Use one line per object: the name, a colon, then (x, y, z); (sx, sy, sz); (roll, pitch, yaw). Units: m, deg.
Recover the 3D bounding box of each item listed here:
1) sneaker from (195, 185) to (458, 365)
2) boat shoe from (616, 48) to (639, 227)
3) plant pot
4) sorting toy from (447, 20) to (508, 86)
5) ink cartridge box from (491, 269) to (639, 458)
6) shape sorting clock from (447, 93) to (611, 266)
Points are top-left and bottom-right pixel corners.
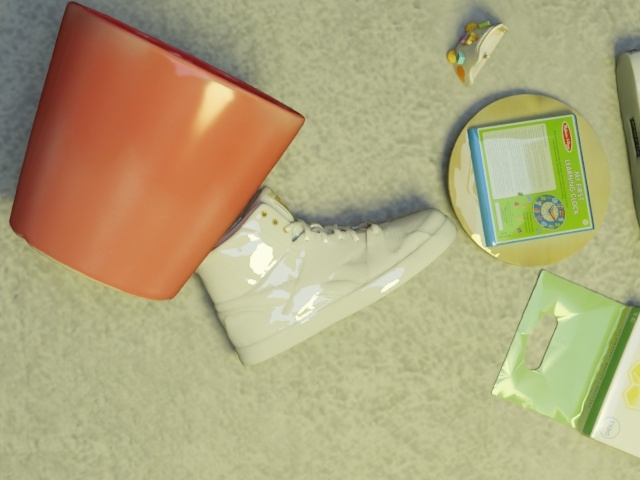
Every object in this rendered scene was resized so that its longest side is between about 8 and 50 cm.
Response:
sneaker: (0.000, 0.000, 1.409); (0.293, 0.108, 0.169); (-30, 99, -6)
boat shoe: (0.421, -0.100, 1.487); (0.088, 0.096, 0.267); (-9, 84, -4)
plant pot: (-0.190, -0.085, 1.315); (0.275, 0.275, 0.243); (26, 97, -9)
sorting toy: (0.188, -0.228, 1.451); (0.045, 0.075, 0.083); (34, 85, -9)
ink cartridge box: (0.348, 0.156, 1.497); (0.235, 0.056, 0.171); (23, 88, -11)
shape sorting clock: (0.249, -0.071, 1.481); (0.206, 0.040, 0.206); (0, 87, -9)
